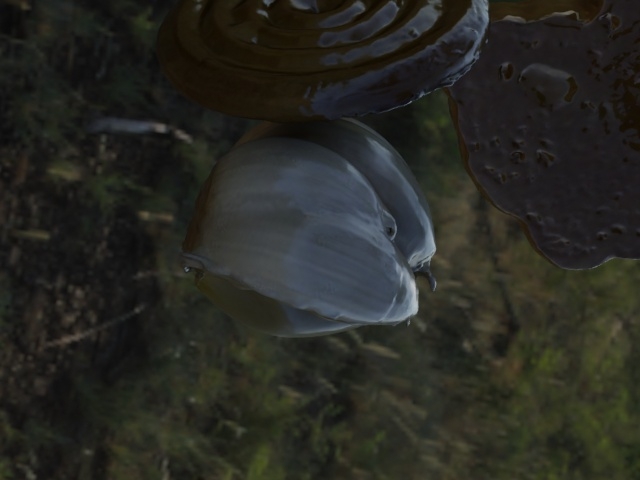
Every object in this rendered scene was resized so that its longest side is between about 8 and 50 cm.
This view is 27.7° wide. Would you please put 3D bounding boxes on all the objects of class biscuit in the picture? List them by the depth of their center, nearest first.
[{"bbox_3d":[0.001,-0.168,0.989,0.262,0.262,0.037,-58,149,-47],"label":"biscuit"},{"bbox_3d":[0.280,-0.127,1.226,0.351,0.312,0.057,39,23,-29],"label":"biscuit"}]

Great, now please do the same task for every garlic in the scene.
[{"bbox_3d":[0.004,-0.014,1.018,0.281,0.203,0.185,133,-23,-77],"label":"garlic"}]
